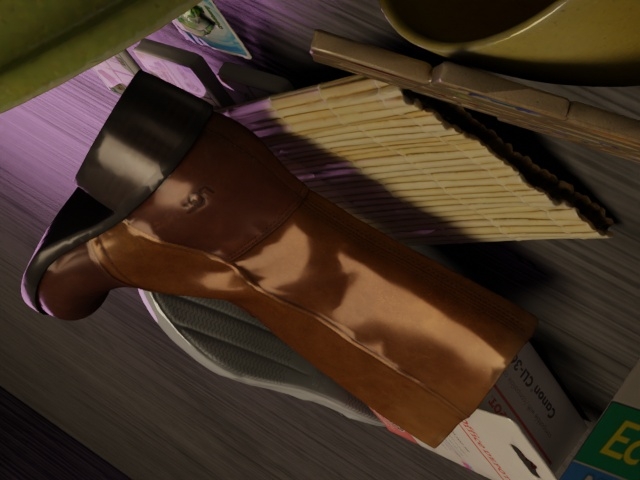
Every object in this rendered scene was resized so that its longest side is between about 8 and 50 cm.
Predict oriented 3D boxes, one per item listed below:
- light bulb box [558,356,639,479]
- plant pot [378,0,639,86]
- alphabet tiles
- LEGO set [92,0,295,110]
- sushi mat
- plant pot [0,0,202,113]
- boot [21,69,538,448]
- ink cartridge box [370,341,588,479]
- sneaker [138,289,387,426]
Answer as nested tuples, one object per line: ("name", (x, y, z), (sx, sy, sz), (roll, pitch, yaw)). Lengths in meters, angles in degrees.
("light bulb box", (0.230, 0.305, 0.842), (0.225, 0.361, 0.358), (19, 154, 44))
("plant pot", (0.096, -0.102, 0.510), (0.095, 0.134, 0.134), (25, 173, -34))
("alphabet tiles", (0.110, -0.034, 0.567), (0.237, 0.009, 0.198), (17, -175, -1))
("LEGO set", (-0.103, -0.149, 0.938), (0.182, 0.060, 0.244), (19, 161, 32))
("sushi mat", (0.027, -0.039, 0.927), (0.151, 0.019, 0.316), (32, 166, -21))
("plant pot", (-0.147, -0.203, 0.550), (0.276, 0.276, 0.254), (13, 138, 55))
("boot", (-0.033, 0.038, 1.008), (0.280, 0.096, 0.264), (32, 138, -6))
("ink cartridge box", (0.101, 0.103, 1.090), (0.198, 0.067, 0.115), (20, 155, 49))
("sneaker", (-0.038, 0.070, 1.183), (0.258, 0.094, 0.091), (33, 167, -29))
